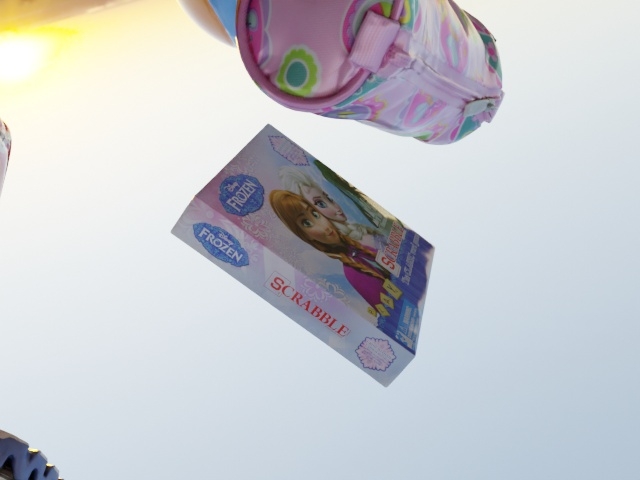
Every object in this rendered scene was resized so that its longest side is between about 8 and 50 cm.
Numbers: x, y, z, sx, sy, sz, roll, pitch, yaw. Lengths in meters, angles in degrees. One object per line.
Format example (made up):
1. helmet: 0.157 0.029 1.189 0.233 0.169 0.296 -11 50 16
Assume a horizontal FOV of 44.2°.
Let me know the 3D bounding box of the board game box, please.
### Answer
1. board game box: 0.000 0.000 1.049 0.066 0.318 0.319 -52 -175 26

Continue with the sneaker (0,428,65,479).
1. sneaker: -0.375 0.399 1.015 0.127 0.316 0.182 -7 -138 41

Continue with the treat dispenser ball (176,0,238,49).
1. treat dispenser ball: -0.069 -0.392 1.043 0.288 0.288 0.288 -15 -161 5

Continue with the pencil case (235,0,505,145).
1. pencil case: 0.053 -0.136 0.568 0.124 0.124 0.284 -7 178 25

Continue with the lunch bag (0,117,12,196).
1. lunch bag: -0.540 -0.066 0.985 0.258 0.120 0.293 -1 -117 -5
